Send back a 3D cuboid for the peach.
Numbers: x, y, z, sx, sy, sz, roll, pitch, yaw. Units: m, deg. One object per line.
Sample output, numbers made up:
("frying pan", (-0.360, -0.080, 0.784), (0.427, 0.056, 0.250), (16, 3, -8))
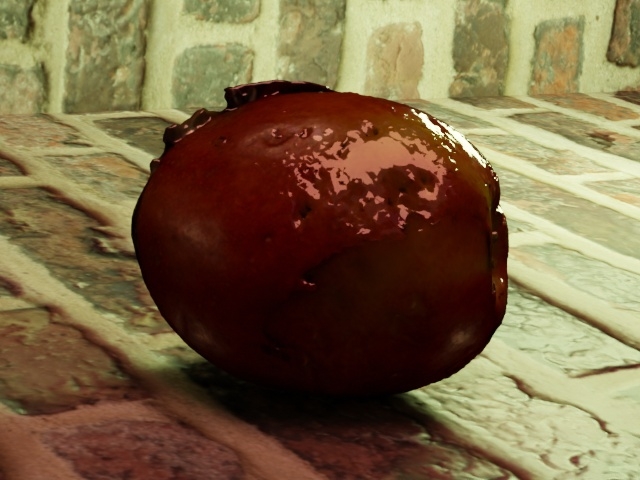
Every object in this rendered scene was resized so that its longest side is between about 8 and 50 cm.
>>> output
("peach", (0.000, 0.000, 1.832), (0.416, 0.339, 0.353), (4, 15, 13))
